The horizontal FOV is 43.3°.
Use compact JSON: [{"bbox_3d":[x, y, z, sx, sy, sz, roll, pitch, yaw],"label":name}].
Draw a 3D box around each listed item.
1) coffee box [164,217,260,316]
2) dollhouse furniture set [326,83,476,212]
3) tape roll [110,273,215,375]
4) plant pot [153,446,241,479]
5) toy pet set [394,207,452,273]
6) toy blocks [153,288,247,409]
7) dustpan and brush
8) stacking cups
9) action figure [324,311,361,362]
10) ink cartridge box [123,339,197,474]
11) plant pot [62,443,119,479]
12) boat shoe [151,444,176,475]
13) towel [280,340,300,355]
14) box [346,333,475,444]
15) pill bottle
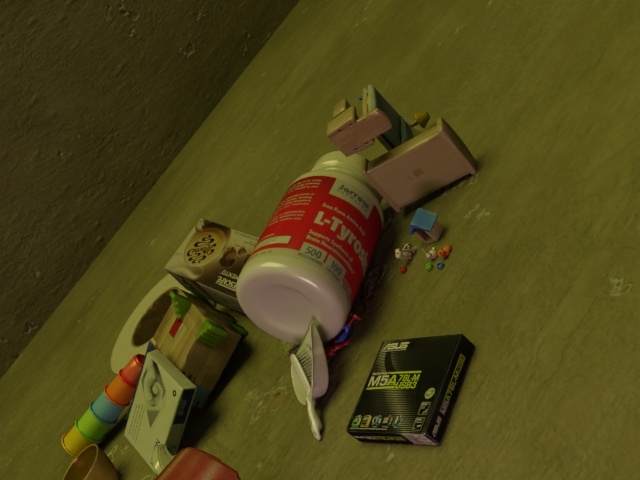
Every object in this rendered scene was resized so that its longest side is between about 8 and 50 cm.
[{"bbox_3d":[-0.218,0.071,1.987,0.297,0.119,0.168,19,67,41],"label":"coffee box"},{"bbox_3d":[0.181,-0.270,1.749,0.198,0.286,0.303,-27,36,27],"label":"dollhouse furniture set"},{"bbox_3d":[-0.444,0.233,2.296,0.392,0.072,0.392,-37,26,22],"label":"tape roll"},{"bbox_3d":[-0.227,0.508,1.337,0.272,0.272,0.265,-11,37,54],"label":"plant pot"},{"bbox_3d":[0.197,-0.002,1.584,0.122,0.065,0.114,-11,44,53],"label":"toy pet set"},{"bbox_3d":[-0.330,0.284,1.949,0.260,0.191,0.381,-62,24,-1],"label":"toy blocks"},{"bbox_3d":[-0.019,0.276,1.523,0.211,0.060,0.147,64,149,32],"label":"dustpan and brush"},{"bbox_3d":[-0.547,0.435,2.110,0.316,0.096,0.096,-48,24,13],"label":"stacking cups"},{"bbox_3d":[0.039,0.197,1.600,0.115,0.030,0.038,-51,20,-8],"label":"action figure"},{"bbox_3d":[-0.379,0.371,1.820,0.224,0.045,0.223,32,109,44],"label":"ink cartridge box"},{"bbox_3d":[-0.540,0.571,1.932,0.134,0.095,0.134,-38,26,22],"label":"plant pot"},{"bbox_3d":[-0.277,0.482,1.650,0.081,0.079,0.227,-41,35,-4],"label":"boat shoe"},{"bbox_3d":[-0.031,0.177,1.748,0.148,0.027,0.110,-45,25,4],"label":"towel"},{"bbox_3d":[0.146,0.245,1.333,0.191,0.045,0.184,-14,44,51],"label":"box"},{"bbox_3d":[0.000,0.000,1.692,0.229,0.229,0.407,-26,27,40],"label":"pill bottle"}]
